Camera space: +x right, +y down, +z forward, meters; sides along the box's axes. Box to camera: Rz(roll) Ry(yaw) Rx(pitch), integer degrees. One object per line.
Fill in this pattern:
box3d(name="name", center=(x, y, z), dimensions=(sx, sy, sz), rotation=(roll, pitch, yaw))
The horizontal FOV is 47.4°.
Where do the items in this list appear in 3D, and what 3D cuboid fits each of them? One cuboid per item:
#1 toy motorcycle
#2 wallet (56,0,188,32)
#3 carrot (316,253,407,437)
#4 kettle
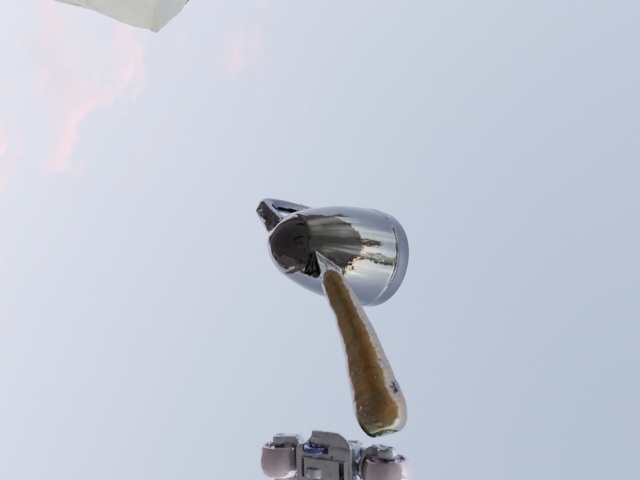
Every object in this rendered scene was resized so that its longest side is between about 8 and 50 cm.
box3d(name="toy motorcycle", center=(0.025, 0.332, 1.089), dimensions=(0.254, 0.112, 0.113), rotation=(-2, -106, 31))
box3d(name="wallet", center=(-0.147, -0.360, 0.739), dimensions=(0.068, 0.275, 0.335), rotation=(40, -84, 16))
box3d(name="carrot", center=(0.052, 0.144, 1.083), dimensions=(0.078, 0.078, 0.298), rotation=(-30, -116, 19))
box3d(name="kettle", center=(0.011, 0.001, 1.471), dimensions=(0.207, 0.271, 0.251), rotation=(-31, -120, 42))
